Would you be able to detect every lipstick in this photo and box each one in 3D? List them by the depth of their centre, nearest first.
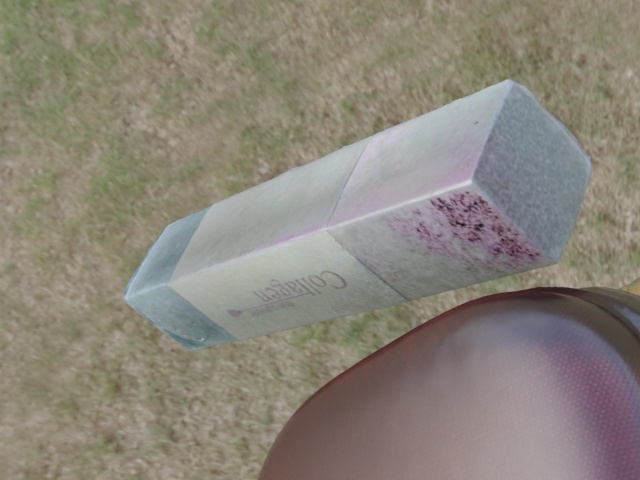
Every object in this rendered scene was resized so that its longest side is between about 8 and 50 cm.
[{"bbox_3d":[0.000,0.000,0.584,0.317,0.066,0.068,-19,37,51],"label":"lipstick"}]

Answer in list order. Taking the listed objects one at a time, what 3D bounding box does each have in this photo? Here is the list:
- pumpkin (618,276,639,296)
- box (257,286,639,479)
[{"bbox_3d":[0.365,0.195,1.015,0.139,0.281,0.190,-32,28,-16],"label":"pumpkin"},{"bbox_3d":[0.074,0.217,0.382,0.263,0.108,0.404,-34,48,41],"label":"box"}]
